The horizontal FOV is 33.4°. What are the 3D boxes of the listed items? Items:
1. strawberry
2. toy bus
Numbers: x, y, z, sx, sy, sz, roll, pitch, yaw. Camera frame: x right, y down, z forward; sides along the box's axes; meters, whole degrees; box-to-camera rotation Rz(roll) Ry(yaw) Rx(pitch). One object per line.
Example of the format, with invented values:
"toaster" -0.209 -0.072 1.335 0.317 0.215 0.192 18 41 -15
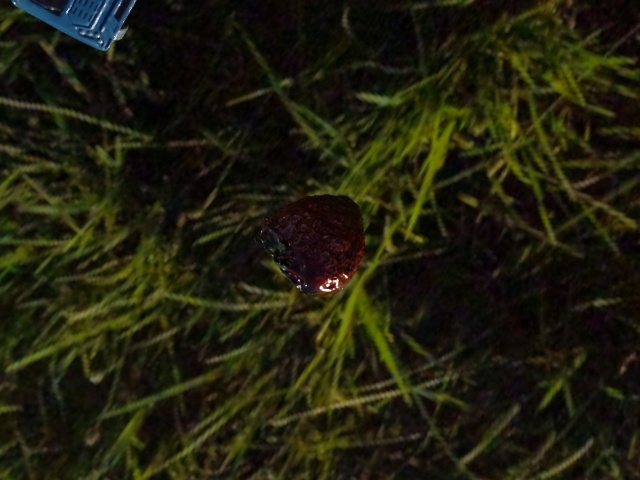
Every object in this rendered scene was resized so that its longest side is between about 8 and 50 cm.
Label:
"strawberry" 0.000 0.000 1.001 0.106 0.106 0.106 15 133 17
"toy bus" -0.231 -0.302 1.045 0.134 0.246 0.113 20 123 -28
